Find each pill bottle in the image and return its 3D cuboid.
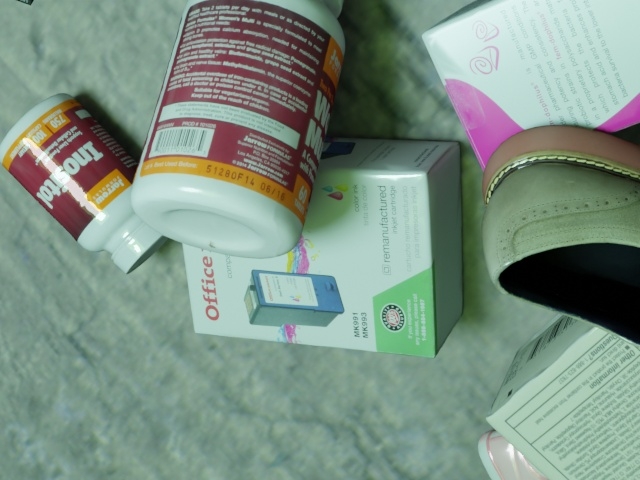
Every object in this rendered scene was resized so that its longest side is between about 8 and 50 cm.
[{"bbox_3d":[-0.050,-0.108,0.760,0.121,0.121,0.221,7,71,20],"label":"pill bottle"},{"bbox_3d":[-0.197,-0.047,0.926,0.152,0.086,0.086,45,120,0],"label":"pill bottle"}]

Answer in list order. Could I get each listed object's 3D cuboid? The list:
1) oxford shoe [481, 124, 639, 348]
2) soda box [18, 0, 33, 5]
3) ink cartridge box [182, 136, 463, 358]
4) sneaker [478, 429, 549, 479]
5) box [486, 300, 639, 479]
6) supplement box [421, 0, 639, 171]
[{"bbox_3d":[0.265,0.037,0.667,0.348,0.130,0.123,13,132,5],"label":"oxford shoe"},{"bbox_3d":[-0.305,-0.252,0.869,0.169,0.060,0.053,19,119,-14],"label":"soda box"},{"bbox_3d":[0.000,0.000,0.861,0.212,0.093,0.154,5,113,22],"label":"ink cartridge box"},{"bbox_3d":[0.193,0.209,0.888,0.070,0.051,0.134,-30,93,34],"label":"sneaker"},{"bbox_3d":[0.292,0.172,0.792,0.311,0.121,0.148,44,120,1],"label":"box"},{"bbox_3d":[0.197,-0.140,0.712,0.220,0.114,0.111,-20,103,26],"label":"supplement box"}]
